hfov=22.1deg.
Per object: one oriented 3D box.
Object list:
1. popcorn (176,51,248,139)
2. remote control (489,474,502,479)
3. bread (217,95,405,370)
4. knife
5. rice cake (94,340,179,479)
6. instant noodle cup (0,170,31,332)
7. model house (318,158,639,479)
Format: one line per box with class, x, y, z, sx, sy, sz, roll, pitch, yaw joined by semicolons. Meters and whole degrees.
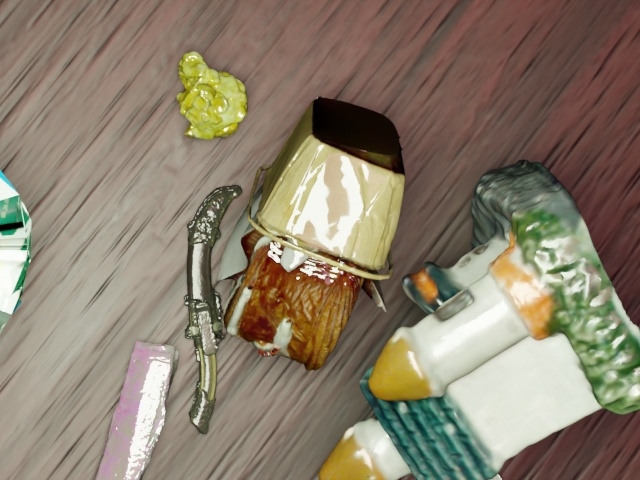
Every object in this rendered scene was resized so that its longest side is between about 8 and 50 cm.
popcorn;-0.099;-0.127;1.434;0.083;0.059;0.068;55;41;-11
remote control;0.166;0.316;1.464;0.073;0.044;0.229;-22;83;-13
bread;0.000;0.000;1.365;0.142;0.224;0.212;19;106;-5
knife;-0.103;0.059;1.443;0.045;0.021;0.222;7;85;-11
rice cake;-0.170;0.186;1.418;0.047;0.036;0.207;20;85;-3
instant noodle cup;-0.351;0.015;1.325;0.240;0.178;0.240;0;87;-9
model house;0.106;0.094;1.364;0.301;0.271;0.190;-34;103;3
